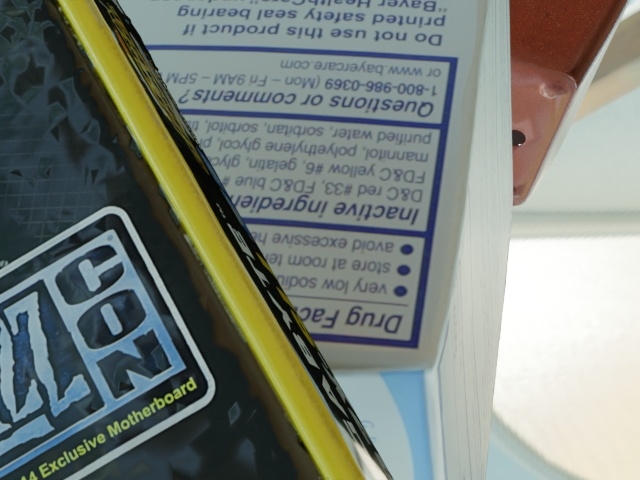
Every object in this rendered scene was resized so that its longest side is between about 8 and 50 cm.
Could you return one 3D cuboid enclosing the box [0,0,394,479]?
[{"bbox_3d":[-0.167,0.060,0.371,0.257,0.322,0.079,60,-175,14],"label":"box"}]

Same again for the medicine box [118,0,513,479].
[{"bbox_3d":[0.000,0.000,0.594,0.263,0.149,0.289,79,-162,-52],"label":"medicine box"}]

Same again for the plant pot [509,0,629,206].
[{"bbox_3d":[0.150,-0.191,1.317,0.267,0.267,0.235,17,-129,1],"label":"plant pot"}]
